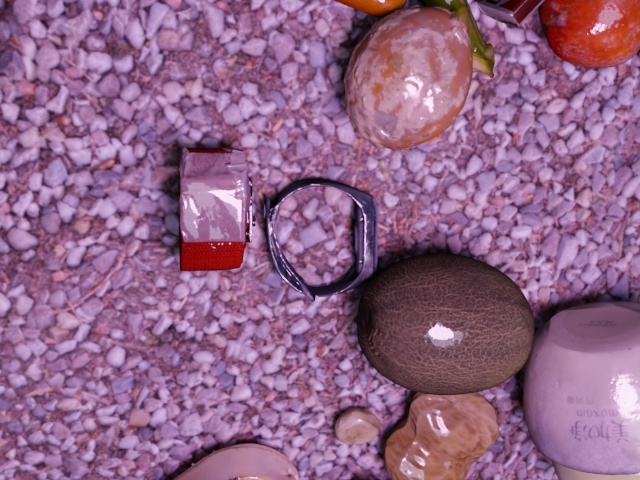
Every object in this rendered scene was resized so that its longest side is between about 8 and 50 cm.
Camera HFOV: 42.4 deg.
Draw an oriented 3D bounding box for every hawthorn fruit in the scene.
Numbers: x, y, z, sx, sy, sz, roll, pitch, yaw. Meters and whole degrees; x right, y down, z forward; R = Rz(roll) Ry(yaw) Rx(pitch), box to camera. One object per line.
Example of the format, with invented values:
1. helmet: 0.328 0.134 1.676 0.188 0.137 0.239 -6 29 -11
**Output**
1. hawthorn fruit: 0.431 -0.356 1.310 0.173 0.173 0.172 -3 108 -11

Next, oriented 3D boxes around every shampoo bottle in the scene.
1. shampoo bottle: 0.517 0.271 1.443 0.323 0.322 0.317 -14 101 -7

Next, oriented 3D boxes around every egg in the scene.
1. egg: 0.136 -0.248 1.267 0.195 0.195 0.233 32 108 -19

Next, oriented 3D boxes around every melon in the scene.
1. melon: 0.213 0.140 1.384 0.302 0.237 0.237 6 106 -19

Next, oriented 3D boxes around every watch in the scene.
1. watch: 0.000 0.000 1.387 0.193 0.068 0.206 -1 104 -8

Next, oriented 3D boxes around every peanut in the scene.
1. peanut: 0.221 0.374 1.526 0.197 0.110 0.233 30 99 -24

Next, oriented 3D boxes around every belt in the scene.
1. belt: -0.163 -0.049 1.303 0.124 0.128 0.200 -1 106 -12

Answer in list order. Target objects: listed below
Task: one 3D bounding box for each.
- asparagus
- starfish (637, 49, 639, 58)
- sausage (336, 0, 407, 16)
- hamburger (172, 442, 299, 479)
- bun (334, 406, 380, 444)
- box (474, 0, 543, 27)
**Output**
1. asparagus: 0.189 -0.396 1.296 0.085 0.082 0.343 -42 117 -35
2. starfish: 0.636 -0.341 1.403 0.190 0.074 0.146 20 104 -17
3. sausage: 0.023 -0.411 1.246 0.238 0.098 0.098 22 102 -18
4. hamburger: -0.170 0.491 1.467 0.295 0.151 0.227 -32 105 4
5. bun: 0.066 0.335 1.511 0.086 0.054 0.086 -6 135 -6
6. box: 0.338 -0.419 1.296 0.177 0.115 0.036 -46 123 6
